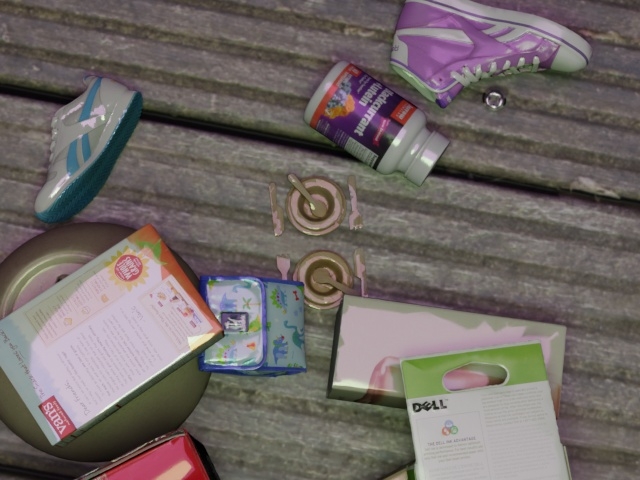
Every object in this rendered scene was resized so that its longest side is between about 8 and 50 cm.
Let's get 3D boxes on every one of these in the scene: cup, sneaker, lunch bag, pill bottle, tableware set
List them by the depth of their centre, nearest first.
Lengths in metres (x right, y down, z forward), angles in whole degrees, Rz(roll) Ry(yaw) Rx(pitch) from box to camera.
[{"bbox_3d":[-0.304,0.118,1.469,0.331,0.237,0.331,1,79,-3],"label":"cup"},{"bbox_3d":[-0.097,0.115,1.524,0.151,0.096,0.128,9,73,-35],"label":"lunch bag"},{"bbox_3d":[-0.341,-0.127,1.600,0.092,0.087,0.228,26,71,9],"label":"sneaker"},{"bbox_3d":[0.000,0.000,1.608,0.128,0.039,0.194,-6,79,-4],"label":"tableware set"},{"bbox_3d":[0.082,-0.161,1.610,0.193,0.108,0.108,34,79,4],"label":"pill bottle"},{"bbox_3d":[0.239,-0.252,1.649,0.282,0.102,0.161,16,81,11],"label":"sneaker"}]

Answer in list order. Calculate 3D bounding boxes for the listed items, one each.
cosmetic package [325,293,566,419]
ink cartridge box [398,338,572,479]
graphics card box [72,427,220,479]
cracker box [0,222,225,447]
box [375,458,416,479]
[{"bbox_3d":[0.163,0.164,1.526,0.296,0.153,0.129,8,77,0],"label":"cosmetic package"},{"bbox_3d":[0.201,0.265,1.412,0.189,0.097,0.255,-7,76,-4],"label":"ink cartridge box"},{"bbox_3d":[-0.235,0.323,1.361,0.233,0.371,0.094,-26,81,-9],"label":"graphics card box"},{"bbox_3d":[-0.248,0.110,1.318,0.232,0.067,0.155,-34,81,-10],"label":"cracker box"},{"bbox_3d":[0.111,0.375,1.494,0.311,0.121,0.148,-27,80,-8],"label":"box"}]
